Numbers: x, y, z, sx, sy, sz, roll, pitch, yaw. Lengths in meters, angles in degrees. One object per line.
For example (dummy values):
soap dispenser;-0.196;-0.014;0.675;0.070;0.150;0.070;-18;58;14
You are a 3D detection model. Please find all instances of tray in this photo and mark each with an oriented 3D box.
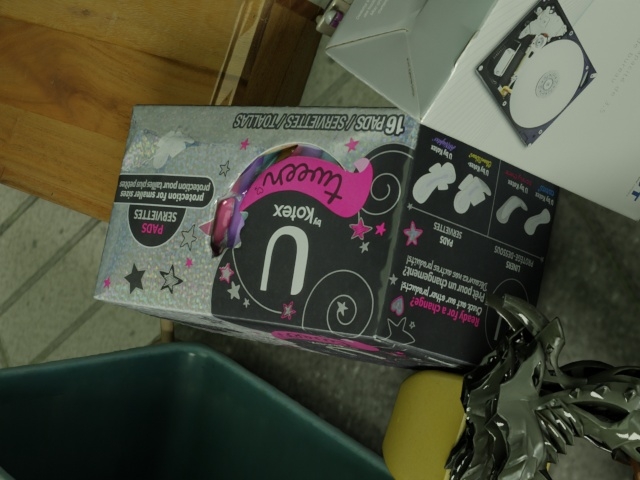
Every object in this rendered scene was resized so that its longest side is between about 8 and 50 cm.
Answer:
tray;-0.192;-0.129;1.275;0.411;0.076;0.202;18;90;42

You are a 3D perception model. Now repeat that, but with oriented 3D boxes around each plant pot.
plant pot;-0.118;0.238;1.009;0.247;0.248;0.252;28;114;41
plant pot;0.085;0.121;0.969;0.083;0.081;0.081;16;89;52

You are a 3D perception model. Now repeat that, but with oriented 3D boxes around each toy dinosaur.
toy dinosaur;0.187;0.110;0.841;0.219;0.164;0.321;9;65;-2

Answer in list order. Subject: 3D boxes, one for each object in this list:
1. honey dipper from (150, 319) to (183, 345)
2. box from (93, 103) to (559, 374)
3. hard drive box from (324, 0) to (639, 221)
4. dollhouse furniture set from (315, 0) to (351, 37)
honey dipper;-0.109;0.041;1.131;0.030;0.030;0.160;32;132;41
box;0.000;0.000;1.015;0.247;0.163;0.142;4;80;41
hard drive box;0.142;-0.130;0.886;0.089;0.232;0.181;42;106;39
dollhouse furniture set;0.039;-0.183;1.088;0.091;0.081;0.114;45;108;38
